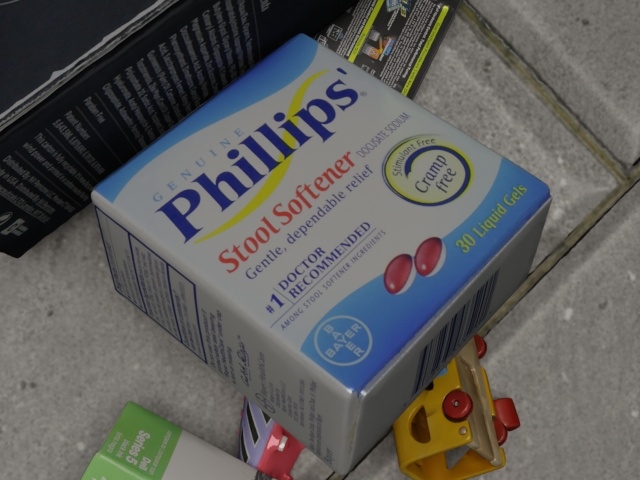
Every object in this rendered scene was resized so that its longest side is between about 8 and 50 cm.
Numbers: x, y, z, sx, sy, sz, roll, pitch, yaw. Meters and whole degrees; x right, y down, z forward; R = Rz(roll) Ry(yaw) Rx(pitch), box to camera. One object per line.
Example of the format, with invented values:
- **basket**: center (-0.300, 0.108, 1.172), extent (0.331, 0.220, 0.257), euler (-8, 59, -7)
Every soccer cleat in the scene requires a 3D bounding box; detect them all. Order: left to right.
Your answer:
- **soccer cleat**: center (-0.045, 0.141, 1.014), extent (0.095, 0.083, 0.248), euler (17, 88, 26)

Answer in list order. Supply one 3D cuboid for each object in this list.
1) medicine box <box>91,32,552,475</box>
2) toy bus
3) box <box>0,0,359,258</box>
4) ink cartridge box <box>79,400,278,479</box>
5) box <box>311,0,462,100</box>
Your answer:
- **medicine box**: center (0.000, 0.000, 0.869), extent (0.289, 0.149, 0.263), euler (36, 61, 22)
- **toy bus**: center (0.112, 0.144, 1.007), extent (0.104, 0.202, 0.191), euler (-24, 96, 21)
- **box**: center (-0.256, -0.323, 0.878), extent (0.472, 0.297, 0.480), euler (-38, 83, -5)
- **ink cartridge box**: center (-0.115, 0.310, 0.930), extent (0.273, 0.115, 0.198), euler (29, 105, -4)
- **box**: center (0.027, -0.248, 1.060), extent (0.216, 0.060, 0.270), euler (27, 82, -5)
